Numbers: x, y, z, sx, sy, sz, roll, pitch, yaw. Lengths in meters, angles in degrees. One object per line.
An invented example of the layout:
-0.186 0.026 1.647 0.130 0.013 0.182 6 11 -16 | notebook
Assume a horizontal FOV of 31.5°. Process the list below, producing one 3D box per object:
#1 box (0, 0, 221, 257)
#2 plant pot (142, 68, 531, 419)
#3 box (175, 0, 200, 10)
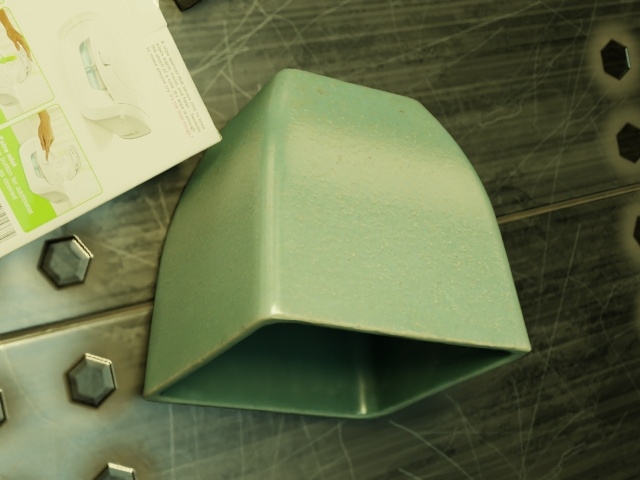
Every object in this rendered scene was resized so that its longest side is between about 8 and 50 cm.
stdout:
-0.247 -0.143 0.921 0.231 0.126 0.262 -33 102 -28 | box
0.000 0.000 0.995 0.247 0.248 0.252 9 64 -29 | plant pot
-0.080 -0.351 1.069 0.231 0.056 0.183 -37 103 -26 | box
